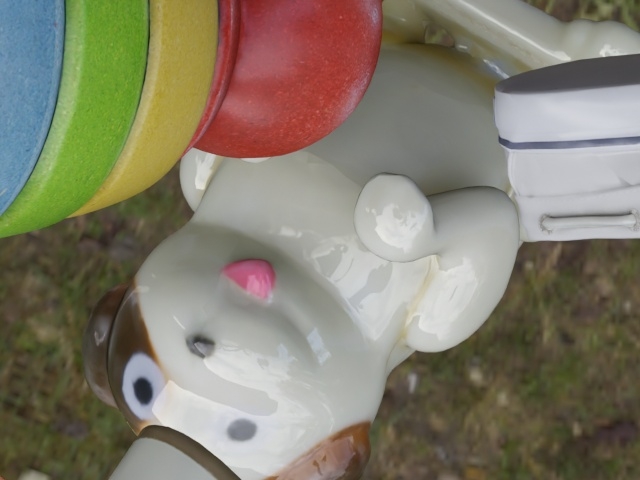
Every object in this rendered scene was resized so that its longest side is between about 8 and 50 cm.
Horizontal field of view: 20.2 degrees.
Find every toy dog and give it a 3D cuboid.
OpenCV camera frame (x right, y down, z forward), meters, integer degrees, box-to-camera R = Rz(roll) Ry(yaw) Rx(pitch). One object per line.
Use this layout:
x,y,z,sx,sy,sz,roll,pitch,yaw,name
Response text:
0.000,0.000,1.338,0.285,0.408,0.395,37,153,4,toy dog

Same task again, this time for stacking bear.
-0.100,-0.082,0.635,0.289,0.164,0.175,-6,143,-41,stacking bear

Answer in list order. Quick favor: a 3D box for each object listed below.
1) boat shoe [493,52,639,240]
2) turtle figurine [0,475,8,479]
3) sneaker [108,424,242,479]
0.191,-0.030,0.734,0.268,0.096,0.088,1,108,34,boat shoe
-0.169,0.123,0.556,0.217,0.087,0.269,-26,133,1,turtle figurine
0.000,0.122,0.276,0.192,0.086,0.064,46,157,22,sneaker
